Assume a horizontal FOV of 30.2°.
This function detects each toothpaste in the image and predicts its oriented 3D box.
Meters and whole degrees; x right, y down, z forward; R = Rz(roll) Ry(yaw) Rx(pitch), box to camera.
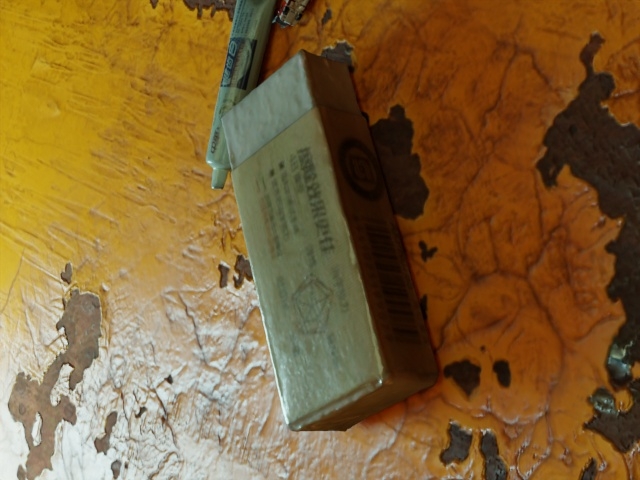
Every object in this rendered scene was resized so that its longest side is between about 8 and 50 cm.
[{"bbox_3d":[-0.088,-0.169,1.279,0.060,0.038,0.234,13,92,44],"label":"toothpaste"}]

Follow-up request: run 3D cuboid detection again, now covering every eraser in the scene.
[{"bbox_3d":[0.000,0.000,1.130,0.144,0.078,0.344,-33,61,39],"label":"eraser"}]

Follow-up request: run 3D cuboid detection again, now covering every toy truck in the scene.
[{"bbox_3d":[-0.022,-0.254,1.226,0.083,0.024,0.032,-59,26,22],"label":"toy truck"}]
